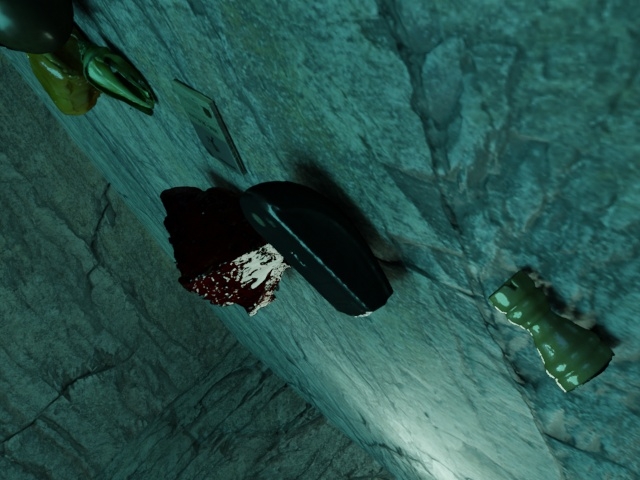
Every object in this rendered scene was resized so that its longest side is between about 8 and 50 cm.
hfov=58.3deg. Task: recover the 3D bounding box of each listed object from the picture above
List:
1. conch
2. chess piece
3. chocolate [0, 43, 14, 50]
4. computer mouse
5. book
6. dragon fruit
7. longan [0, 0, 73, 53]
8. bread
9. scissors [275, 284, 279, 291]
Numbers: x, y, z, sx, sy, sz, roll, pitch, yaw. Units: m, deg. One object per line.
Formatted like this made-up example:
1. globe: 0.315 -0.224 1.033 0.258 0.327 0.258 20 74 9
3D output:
1. conch: -0.430 -0.345 1.194 0.200 0.080 0.095 30 149 -3
2. chess piece: 0.235 0.089 0.596 0.122 0.066 0.066 50 164 12
3. chocolate: -0.729 -0.547 1.355 0.176 0.176 0.177 42 162 17
4. computer mouse: 0.000 0.000 0.882 0.269 0.100 0.170 46 166 -10
5. book: -0.205 -0.205 1.062 0.127 0.014 0.182 35 158 34
6. dragon fruit: -0.179 0.008 1.314 0.286 0.227 0.329 62 -173 35
7. longan: -0.575 -0.463 1.097 0.212 0.198 0.198 43 162 18
8. bread: -0.616 -0.412 1.395 0.167 0.132 0.294 57 163 -8
9. scissors: -0.137 0.082 1.528 0.088 0.017 0.220 38 161 26
